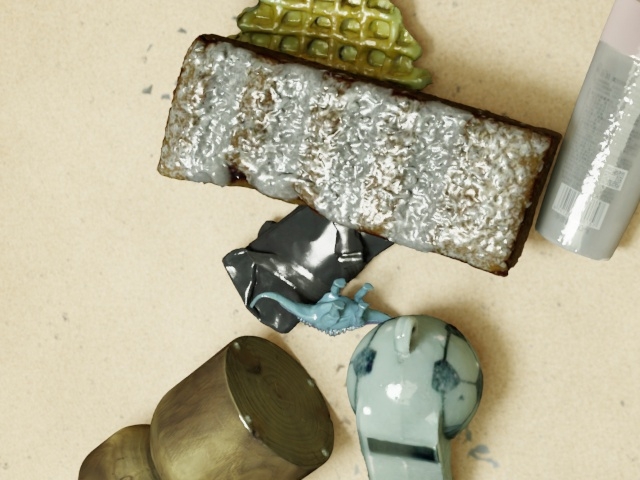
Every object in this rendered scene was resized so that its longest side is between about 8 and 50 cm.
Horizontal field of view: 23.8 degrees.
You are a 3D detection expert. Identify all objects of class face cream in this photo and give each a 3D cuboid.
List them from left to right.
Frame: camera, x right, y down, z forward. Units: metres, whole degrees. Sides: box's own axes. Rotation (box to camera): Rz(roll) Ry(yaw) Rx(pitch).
[{"bbox_3d":[0.309,-0.115,1.564,0.107,0.073,0.269,24,109,16],"label":"face cream"}]

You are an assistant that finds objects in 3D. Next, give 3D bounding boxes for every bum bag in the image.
[{"bbox_3d":[0.000,0.000,1.740,0.248,0.060,0.123,-42,82,25],"label":"bum bag"}]

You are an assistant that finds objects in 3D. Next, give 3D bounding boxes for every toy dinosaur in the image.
[{"bbox_3d":[0.020,0.079,1.716,0.197,0.045,0.080,8,144,-6],"label":"toy dinosaur"}]

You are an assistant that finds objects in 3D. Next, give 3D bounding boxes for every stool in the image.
[{"bbox_3d":[-0.135,0.253,1.789,0.264,0.179,0.179,-39,83,26],"label":"stool"}]

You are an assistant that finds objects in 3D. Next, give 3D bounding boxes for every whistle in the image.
[{"bbox_3d":[0.108,0.180,1.696,0.163,0.163,0.289,15,144,22],"label":"whistle"}]

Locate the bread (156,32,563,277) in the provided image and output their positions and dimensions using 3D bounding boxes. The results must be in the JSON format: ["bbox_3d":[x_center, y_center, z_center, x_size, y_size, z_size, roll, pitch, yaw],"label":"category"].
[{"bbox_3d":[0.036,-0.096,1.623,0.417,0.113,0.165,17,106,15],"label":"bread"}]

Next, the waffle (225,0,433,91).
[{"bbox_3d":[-0.001,-0.205,1.703,0.223,0.054,0.204,-36,90,26],"label":"waffle"}]
